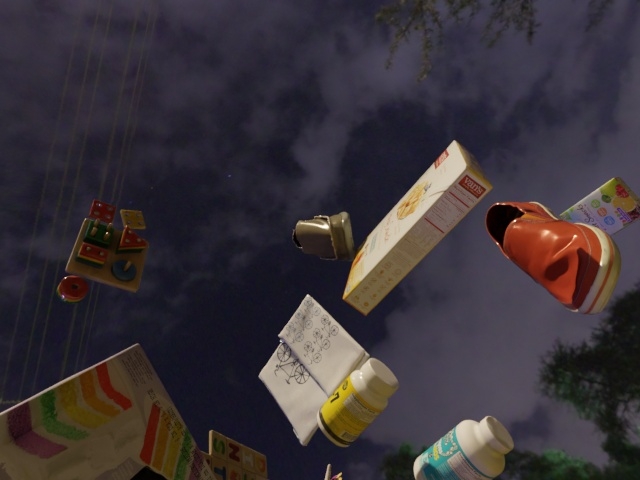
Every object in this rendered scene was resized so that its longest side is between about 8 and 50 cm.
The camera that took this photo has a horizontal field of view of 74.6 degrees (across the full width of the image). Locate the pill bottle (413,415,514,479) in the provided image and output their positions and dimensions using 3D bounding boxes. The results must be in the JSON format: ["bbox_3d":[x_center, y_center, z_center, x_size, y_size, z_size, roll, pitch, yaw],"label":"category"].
[{"bbox_3d":[0.386,0.587,1.128,0.146,0.146,0.264,29,-66,-22],"label":"pill bottle"}]

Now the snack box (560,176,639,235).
[{"bbox_3d":[0.640,-0.060,0.954,0.037,0.141,0.100,-11,-116,-37],"label":"snack box"}]

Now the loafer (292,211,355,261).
[{"bbox_3d":[0.000,0.000,0.810,0.087,0.251,0.095,-10,-90,-14],"label":"loafer"}]

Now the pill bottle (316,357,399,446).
[{"bbox_3d":[0.096,0.409,1.070,0.119,0.119,0.208,34,-77,-22],"label":"pill bottle"}]

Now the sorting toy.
[{"bbox_3d":[-0.412,0.014,0.841,0.132,0.275,0.046,25,-52,-31],"label":"sorting toy"}]

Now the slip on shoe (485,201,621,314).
[{"bbox_3d":[0.340,0.011,0.651,0.101,0.331,0.123,9,-69,1],"label":"slip on shoe"}]

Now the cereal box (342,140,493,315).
[{"bbox_3d":[0.130,-0.023,0.600,0.047,0.173,0.240,37,-65,-5],"label":"cereal box"}]

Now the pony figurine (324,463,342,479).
[{"bbox_3d":[-0.022,0.863,1.176,0.363,0.303,0.351,1,-123,-41],"label":"pony figurine"}]

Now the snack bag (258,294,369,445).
[{"bbox_3d":[-0.045,0.388,1.308,0.037,0.323,0.343,30,-83,-44],"label":"snack bag"}]

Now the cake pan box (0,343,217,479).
[{"bbox_3d":[-0.280,0.303,0.544,0.070,0.245,0.267,-33,-95,26],"label":"cake pan box"}]

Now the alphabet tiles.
[{"bbox_3d":[-0.174,0.600,0.940,0.011,0.285,0.342,-28,-49,11],"label":"alphabet tiles"}]
